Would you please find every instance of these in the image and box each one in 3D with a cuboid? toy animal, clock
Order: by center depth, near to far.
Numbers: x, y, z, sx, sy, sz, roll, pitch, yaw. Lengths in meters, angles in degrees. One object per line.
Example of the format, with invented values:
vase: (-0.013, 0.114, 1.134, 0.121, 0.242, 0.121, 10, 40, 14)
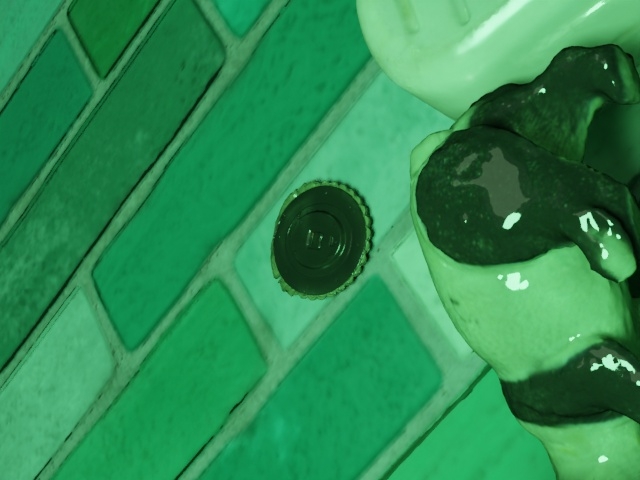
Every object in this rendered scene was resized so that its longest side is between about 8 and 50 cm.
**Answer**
toy animal: (0.117, 0.035, 0.625, 0.121, 0.094, 0.225, -18, 104, 38)
clock: (0.000, 0.000, 0.835, 0.083, 0.010, 0.074, 7, 84, 45)

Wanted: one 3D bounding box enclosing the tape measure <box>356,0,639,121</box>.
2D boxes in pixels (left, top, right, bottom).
tape measure: (0.135, -0.188, 0.675, 0.258, 0.130, 0.265, -36, 51, 29)
